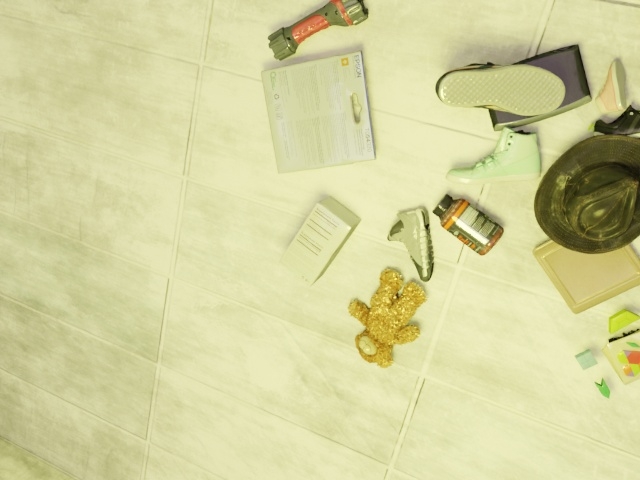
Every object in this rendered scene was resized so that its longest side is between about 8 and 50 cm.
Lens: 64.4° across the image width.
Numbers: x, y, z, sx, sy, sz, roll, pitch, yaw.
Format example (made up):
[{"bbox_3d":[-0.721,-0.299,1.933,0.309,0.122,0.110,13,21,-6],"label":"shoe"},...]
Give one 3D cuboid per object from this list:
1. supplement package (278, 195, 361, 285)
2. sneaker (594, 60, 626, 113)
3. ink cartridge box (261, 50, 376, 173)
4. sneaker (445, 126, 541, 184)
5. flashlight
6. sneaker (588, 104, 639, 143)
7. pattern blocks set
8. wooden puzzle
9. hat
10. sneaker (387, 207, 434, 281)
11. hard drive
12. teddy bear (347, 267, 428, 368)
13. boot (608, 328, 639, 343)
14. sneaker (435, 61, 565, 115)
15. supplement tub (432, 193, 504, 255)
[{"bbox_3d":[0.000,0.000,1.633,0.134,0.139,0.244,37,112,7],"label":"supplement package"},{"bbox_3d":[0.741,-0.391,1.308,0.070,0.051,0.134,-12,75,57],"label":"sneaker"},{"bbox_3d":[-0.001,-0.387,1.574,0.331,0.071,0.323,-5,101,18],"label":"ink cartridge box"},{"bbox_3d":[0.477,-0.239,1.419,0.256,0.094,0.150,-5,108,11],"label":"sneaker"},{"bbox_3d":[-0.012,-0.629,1.498,0.304,0.103,0.103,-22,98,22],"label":"flashlight"},{"bbox_3d":[0.812,-0.302,1.287,0.235,0.084,0.097,-14,97,23],"label":"sneaker"},{"bbox_3d":[0.897,0.313,1.402,0.325,0.026,0.285,-42,96,17],"label":"pattern blocks set"},{"bbox_3d":[0.756,0.065,1.428,0.221,0.044,0.238,-34,95,24],"label":"wooden puzzle"},{"bbox_3d":[0.719,-0.100,1.287,0.332,0.134,0.331,6,111,16],"label":"hat"},{"bbox_3d":[0.275,0.016,1.575,0.132,0.086,0.228,-4,92,26],"label":"sneaker"},{"bbox_3d":[0.575,-0.405,1.363,0.255,0.054,0.171,-15,98,23],"label":"hard drive"},{"bbox_3d":[0.208,0.257,1.639,0.245,0.113,0.338,44,113,7],"label":"teddy bear"},{"bbox_3d":[0.887,0.314,1.441,0.099,0.045,0.121,-20,98,18],"label":"boot"},{"bbox_3d":[0.459,-0.400,1.322,0.322,0.127,0.126,4,114,-3],"label":"sneaker"},{"bbox_3d":[0.425,-0.051,1.482,0.198,0.106,0.106,38,113,8],"label":"supplement tub"}]
